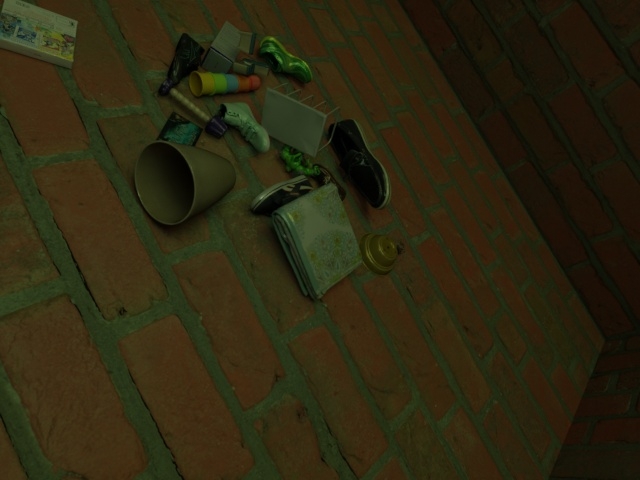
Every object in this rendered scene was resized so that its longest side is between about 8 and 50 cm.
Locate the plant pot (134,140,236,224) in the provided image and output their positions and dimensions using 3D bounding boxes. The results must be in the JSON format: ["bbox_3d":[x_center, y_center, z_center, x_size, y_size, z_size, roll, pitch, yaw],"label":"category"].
[{"bbox_3d":[-0.416,-0.205,1.355,0.257,0.256,0.274,58,30,2],"label":"plant pot"}]

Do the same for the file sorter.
[{"bbox_3d":[-0.084,-0.518,1.728,0.277,0.193,0.173,28,41,11],"label":"file sorter"}]

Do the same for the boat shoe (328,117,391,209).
[{"bbox_3d":[0.174,-0.360,1.920,0.155,0.187,0.501,-10,68,-35],"label":"boat shoe"}]

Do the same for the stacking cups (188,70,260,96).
[{"bbox_3d":[-0.389,-0.661,1.700,0.316,0.096,0.096,-28,86,-45],"label":"stacking cups"}]

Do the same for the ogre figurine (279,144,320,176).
[{"bbox_3d":[-0.100,-0.344,1.750,0.118,0.096,0.197,-33,95,-51],"label":"ogre figurine"}]

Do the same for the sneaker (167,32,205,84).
[{"bbox_3d":[-0.526,-0.709,1.611,0.106,0.101,0.268,23,55,-29],"label":"sneaker"}]

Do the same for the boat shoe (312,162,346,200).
[{"bbox_3d":[0.034,-0.254,1.820,0.207,0.073,0.073,42,46,-12],"label":"boat shoe"}]

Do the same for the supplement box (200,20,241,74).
[{"bbox_3d":[-0.411,-0.812,1.746,0.113,0.111,0.220,28,53,-24],"label":"supplement box"}]

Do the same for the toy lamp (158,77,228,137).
[{"bbox_3d":[-0.476,-0.499,1.552,0.274,0.080,0.080,39,49,-17],"label":"toy lamp"}]

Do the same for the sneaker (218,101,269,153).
[{"bbox_3d":[-0.315,-0.447,1.636,0.151,0.094,0.256,-16,68,-48],"label":"sneaker"}]

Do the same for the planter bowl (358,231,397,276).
[{"bbox_3d":[0.280,0.046,1.841,0.217,0.090,0.218,17,57,-29],"label":"planter bowl"}]

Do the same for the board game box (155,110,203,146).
[{"bbox_3d":[-0.518,-0.373,1.488,0.126,0.026,0.186,29,52,-24],"label":"board game box"}]

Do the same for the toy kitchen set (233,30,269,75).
[{"bbox_3d":[-0.278,-0.789,1.728,0.122,0.166,0.207,15,28,-5],"label":"toy kitchen set"}]

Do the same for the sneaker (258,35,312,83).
[{"bbox_3d":[-0.174,-0.845,1.971,0.295,0.109,0.124,30,74,-23],"label":"sneaker"}]

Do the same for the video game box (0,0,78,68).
[{"bbox_3d":[-0.914,-0.674,1.328,0.205,0.048,0.187,9,60,-34],"label":"video game box"}]

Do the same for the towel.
[{"bbox_3d":[0.000,0.000,1.589,0.320,0.090,0.375,-33,107,-42],"label":"towel"}]

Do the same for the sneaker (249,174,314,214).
[{"bbox_3d":[-0.129,-0.160,1.609,0.321,0.126,0.128,-32,83,-45],"label":"sneaker"}]

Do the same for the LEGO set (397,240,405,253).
[{"bbox_3d":[0.386,0.039,1.978,0.054,0.023,0.083,56,34,-2],"label":"LEGO set"}]
